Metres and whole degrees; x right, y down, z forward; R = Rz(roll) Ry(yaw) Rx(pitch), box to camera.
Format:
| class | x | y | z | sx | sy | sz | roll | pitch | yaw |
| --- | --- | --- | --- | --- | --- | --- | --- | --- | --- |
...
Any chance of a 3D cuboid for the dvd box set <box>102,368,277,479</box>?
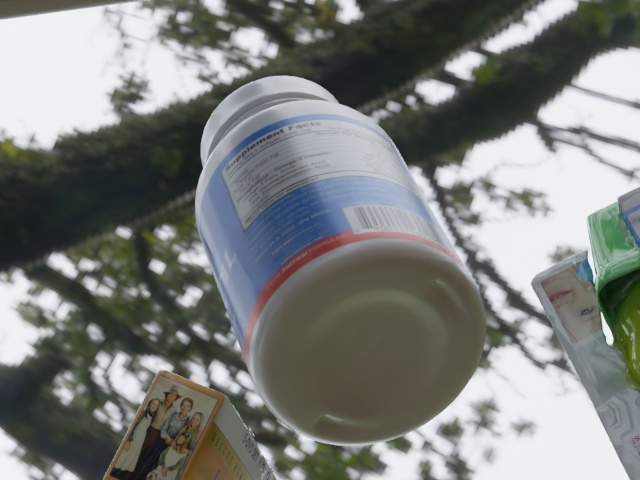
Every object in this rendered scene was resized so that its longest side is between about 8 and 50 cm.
| class | x | y | z | sx | sy | sz | roll | pitch | yaw |
| --- | --- | --- | --- | --- | --- | --- | --- | --- | --- |
| dvd box set | -0.157 | 0.334 | 1.372 | 0.420 | 0.062 | 0.307 | -64 | -16 | -18 |

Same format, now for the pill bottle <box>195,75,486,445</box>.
| class | x | y | z | sx | sy | sz | roll | pitch | yaw |
| --- | --- | --- | --- | --- | --- | --- | --- | --- | --- |
| pill bottle | 0.000 | 0.000 | 0.997 | 0.124 | 0.221 | 0.124 | -7 | -58 | -12 |

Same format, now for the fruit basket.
| class | x | y | z | sx | sy | sz | roll | pitch | yaw |
| --- | --- | --- | --- | --- | --- | --- | --- | --- | --- |
| fruit basket | 0.369 | 0.069 | 1.494 | 0.327 | 0.353 | 0.165 | -25 | -53 | 5 |

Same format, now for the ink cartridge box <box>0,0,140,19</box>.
| class | x | y | z | sx | sy | sz | roll | pitch | yaw |
| --- | --- | --- | --- | --- | --- | --- | --- | --- | --- |
| ink cartridge box | -0.198 | -0.166 | 0.989 | 0.307 | 0.303 | 0.072 | -7 | -72 | -10 |
